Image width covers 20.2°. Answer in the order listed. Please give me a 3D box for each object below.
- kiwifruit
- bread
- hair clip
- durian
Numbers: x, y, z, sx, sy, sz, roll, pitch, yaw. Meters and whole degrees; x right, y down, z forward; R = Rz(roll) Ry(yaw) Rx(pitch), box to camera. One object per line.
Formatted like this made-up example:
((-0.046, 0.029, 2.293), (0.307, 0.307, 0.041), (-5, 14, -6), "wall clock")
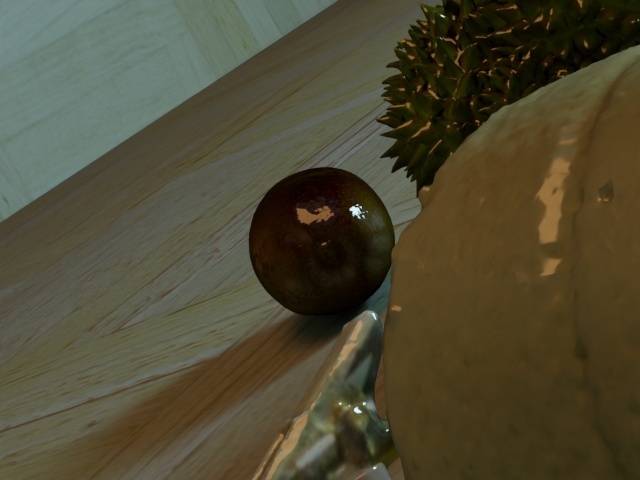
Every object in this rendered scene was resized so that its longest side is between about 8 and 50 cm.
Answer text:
((0.000, 0.000, 0.919), (0.075, 0.075, 0.124), (-30, 14, -2), "kiwifruit")
((0.106, 0.016, 0.344), (0.141, 0.134, 0.148), (-19, 27, 50), "bread")
((-0.025, 0.104, 0.529), (0.214, 0.056, 0.062), (-48, 6, -37), "hair clip")
((0.110, -0.072, 0.743), (0.198, 0.146, 0.159), (-30, 9, -5), "durian")
